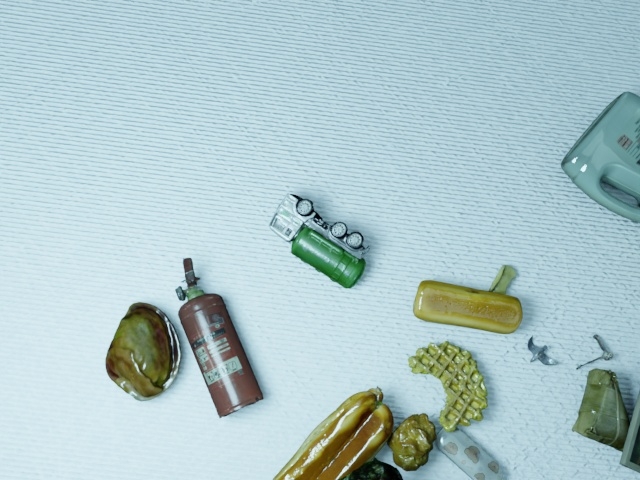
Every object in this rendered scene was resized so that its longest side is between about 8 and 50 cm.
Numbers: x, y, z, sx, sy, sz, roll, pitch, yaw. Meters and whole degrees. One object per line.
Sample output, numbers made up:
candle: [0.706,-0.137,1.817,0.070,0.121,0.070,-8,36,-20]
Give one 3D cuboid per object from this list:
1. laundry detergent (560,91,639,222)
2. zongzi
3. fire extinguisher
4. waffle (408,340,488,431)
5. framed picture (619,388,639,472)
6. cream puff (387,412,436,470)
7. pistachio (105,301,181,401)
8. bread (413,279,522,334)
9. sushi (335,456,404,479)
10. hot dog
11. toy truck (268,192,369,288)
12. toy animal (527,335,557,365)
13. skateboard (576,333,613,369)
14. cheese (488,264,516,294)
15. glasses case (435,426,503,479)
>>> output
laundry detergent: [0.784,-0.133,1.616,0.397,0.125,0.264,42,78,4]
zongzi: [0.654,0.378,1.518,0.176,0.078,0.160,23,79,-8]
fire extinguisher: [-0.227,0.199,1.463,0.106,0.147,0.337,-21,80,-22]
waffle: [0.280,0.314,1.511,0.148,0.051,0.194,-14,71,-7]
framed picture: [0.753,0.399,1.514,0.184,0.016,0.250,28,76,-20]
cream puff: [0.196,0.427,1.457,0.122,0.116,0.094,-42,70,4]
pistachio: [-0.378,0.231,1.458,0.165,0.131,0.211,-9,70,-2]
bread: [0.326,0.151,1.545,0.239,0.074,0.093,11,84,-1]
sushi: [0.070,0.530,1.340,0.225,0.127,0.124,-39,111,5]
hot dog: [0.029,0.447,1.444,0.135,0.100,0.337,40,88,3]
toy truck: [0.000,0.000,1.549,0.242,0.101,0.125,34,89,2]
toy animal: [0.490,0.258,1.554,0.050,0.028,0.084,-38,81,-19]
skateboard: [0.609,0.256,1.565,0.083,0.032,0.064,-23,70,-10]
cheese: [0.420,0.096,1.587,0.044,0.030,0.083,39,72,-16]
glasses case: [0.320,0.467,1.490,0.164,0.041,0.063,42,76,7]
